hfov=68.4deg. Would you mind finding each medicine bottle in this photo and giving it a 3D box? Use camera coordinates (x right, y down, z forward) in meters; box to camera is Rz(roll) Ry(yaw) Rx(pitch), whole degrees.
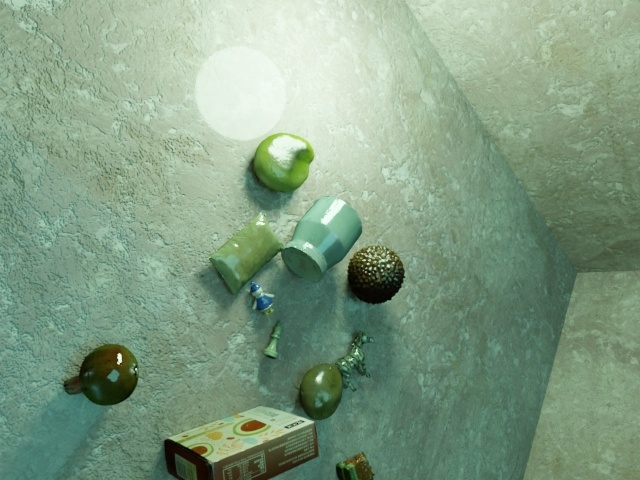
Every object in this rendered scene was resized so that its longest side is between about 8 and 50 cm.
[{"bbox_3d":[0.000,0.000,1.906,0.245,0.244,0.290,54,55,-21],"label":"medicine bottle"}]

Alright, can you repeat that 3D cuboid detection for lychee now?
[{"bbox_3d":[0.254,0.151,2.092,0.267,0.267,0.268,5,81,-39],"label":"lychee"}]

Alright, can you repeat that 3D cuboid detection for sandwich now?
[{"bbox_3d":[0.174,1.028,2.032,0.159,0.079,0.235,-31,104,-37],"label":"sandwich"}]

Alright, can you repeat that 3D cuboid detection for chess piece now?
[{"bbox_3d":[-0.178,0.384,1.844,0.059,0.059,0.149,35,57,-31],"label":"chess piece"}]

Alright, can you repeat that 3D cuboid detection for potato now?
[{"bbox_3d":[0.005,0.605,1.903,0.235,0.160,0.178,-50,136,-42],"label":"potato"}]

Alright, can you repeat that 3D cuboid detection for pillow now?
[{"bbox_3d":[-0.269,0.045,1.791,0.302,0.074,0.185,-45,115,-32],"label":"pillow"}]

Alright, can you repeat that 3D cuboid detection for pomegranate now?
[{"bbox_3d":[-0.650,0.405,1.398,0.209,0.180,0.180,-13,94,-3],"label":"pomegranate"}]

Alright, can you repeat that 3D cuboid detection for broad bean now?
[{"bbox_3d":[-0.142,-0.319,1.909,0.291,0.119,0.238,-34,106,-36],"label":"broad bean"}]

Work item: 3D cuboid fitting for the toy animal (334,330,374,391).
[{"bbox_3d":[0.159,0.542,2.079,0.170,0.089,0.255,52,54,-17],"label":"toy animal"}]

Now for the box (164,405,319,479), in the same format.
[{"bbox_3d":[-0.261,0.680,1.549,0.385,0.344,0.122,-5,86,-39],"label":"box"}]

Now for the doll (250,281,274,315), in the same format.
[{"bbox_3d":[-0.230,0.222,1.815,0.098,0.057,0.143,-33,105,-15],"label":"doll"}]
